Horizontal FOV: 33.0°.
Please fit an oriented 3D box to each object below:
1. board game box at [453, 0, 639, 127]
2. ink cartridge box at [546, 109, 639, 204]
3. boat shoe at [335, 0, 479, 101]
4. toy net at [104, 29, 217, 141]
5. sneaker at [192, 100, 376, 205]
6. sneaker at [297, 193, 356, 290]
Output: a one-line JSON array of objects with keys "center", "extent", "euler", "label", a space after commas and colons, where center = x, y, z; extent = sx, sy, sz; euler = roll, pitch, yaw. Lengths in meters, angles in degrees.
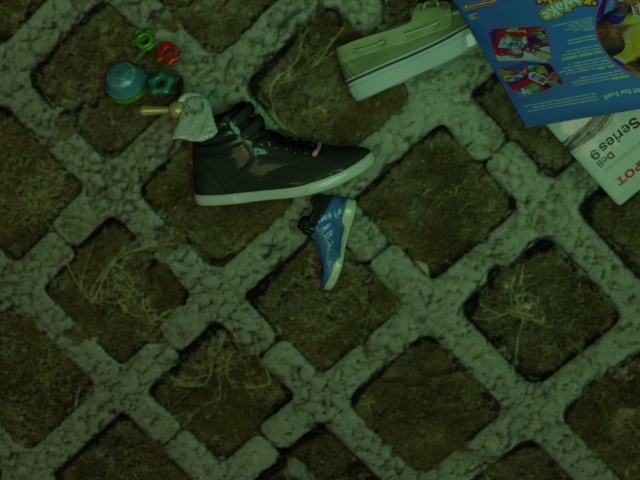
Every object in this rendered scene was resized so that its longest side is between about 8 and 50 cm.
[{"center": [0.374, -0.271, 1.343], "extent": [0.347, 0.078, 0.233], "euler": [-6, 137, 36], "label": "board game box"}, {"center": [0.419, -0.230, 1.578], "extent": [0.211, 0.121, 0.289], "euler": [-42, 98, 16], "label": "ink cartridge box"}, {"center": [0.161, -0.305, 1.595], "extent": [0.302, 0.109, 0.094], "euler": [-25, 100, 15], "label": "boat shoe"}, {"center": [-0.228, -0.225, 1.651], "extent": [0.232, 0.045, 0.122], "euler": [38, 79, 23], "label": "toy net"}, {"center": [-0.070, -0.146, 1.664], "extent": [0.296, 0.104, 0.146], "euler": [-8, 110, 13], "label": "sneaker"}, {"center": [0.000, 0.000, 1.722], "extent": [0.085, 0.058, 0.152], "euler": [13, 103, -3], "label": "sneaker"}]
